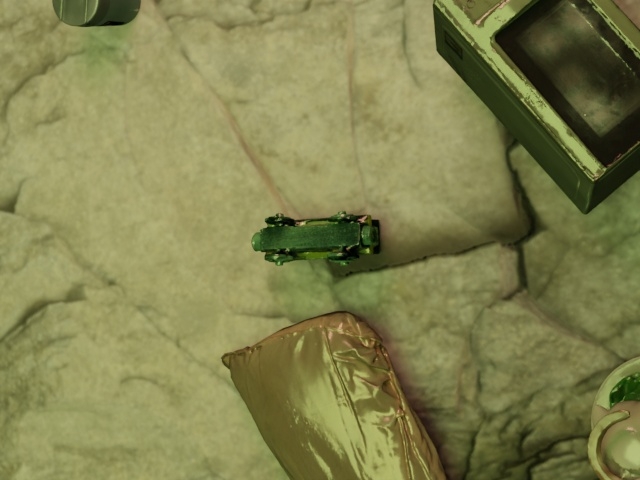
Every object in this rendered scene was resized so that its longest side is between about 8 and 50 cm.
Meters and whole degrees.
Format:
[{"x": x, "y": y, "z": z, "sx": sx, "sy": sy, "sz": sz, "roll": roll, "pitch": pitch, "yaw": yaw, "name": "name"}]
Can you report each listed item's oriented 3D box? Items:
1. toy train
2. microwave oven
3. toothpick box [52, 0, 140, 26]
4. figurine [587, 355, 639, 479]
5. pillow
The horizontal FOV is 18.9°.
[{"x": 0.000, "y": 0.000, "z": 1.766, "sx": 0.122, "sy": 0.081, "sz": 0.050, "roll": -2, "pitch": 86, "yaw": 23, "name": "toy train"}, {"x": 0.206, "y": -0.147, "z": 1.615, "sx": 0.129, "sy": 0.163, "sz": 0.205, "roll": -40, "pitch": 80, "yaw": -2, "name": "microwave oven"}, {"x": -0.213, "y": -0.229, "z": 1.832, "sx": 0.052, "sy": 0.083, "sz": 0.052, "roll": 3, "pitch": 97, "yaw": 24, "name": "toothpick box"}, {"x": 0.274, "y": 0.166, "z": 1.625, "sx": 0.132, "sy": 0.154, "sz": 0.132, "roll": 2, "pitch": 96, "yaw": 23, "name": "figurine"}, {"x": 0.025, "y": 0.199, "z": 1.785, "sx": 0.173, "sy": 0.067, "sz": 0.270, "roll": -28, "pitch": 85, "yaw": 29, "name": "pillow"}]
